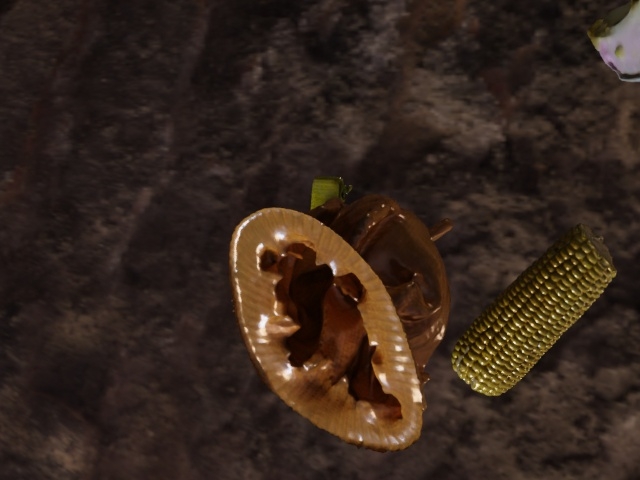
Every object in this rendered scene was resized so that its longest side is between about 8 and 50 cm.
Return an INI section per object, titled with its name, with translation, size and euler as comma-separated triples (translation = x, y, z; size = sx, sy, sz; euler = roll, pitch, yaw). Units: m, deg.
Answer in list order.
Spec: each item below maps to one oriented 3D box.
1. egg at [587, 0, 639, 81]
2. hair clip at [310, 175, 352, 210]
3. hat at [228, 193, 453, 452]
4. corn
[egg]
translation = 0.326, -0.258, 0.978
size = 0.162, 0.206, 0.271
euler = -5, -77, -17
[hair clip]
translation = 0.000, 0.000, 1.668
size = 0.046, 0.072, 0.173
euler = 34, -113, -48
[hat]
translation = 0.070, 0.038, 1.232
size = 0.233, 0.244, 0.233
euler = -37, -24, -41
[corn]
translation = 0.261, 0.088, 1.566
size = 0.093, 0.093, 0.244
euler = 27, -68, -33
